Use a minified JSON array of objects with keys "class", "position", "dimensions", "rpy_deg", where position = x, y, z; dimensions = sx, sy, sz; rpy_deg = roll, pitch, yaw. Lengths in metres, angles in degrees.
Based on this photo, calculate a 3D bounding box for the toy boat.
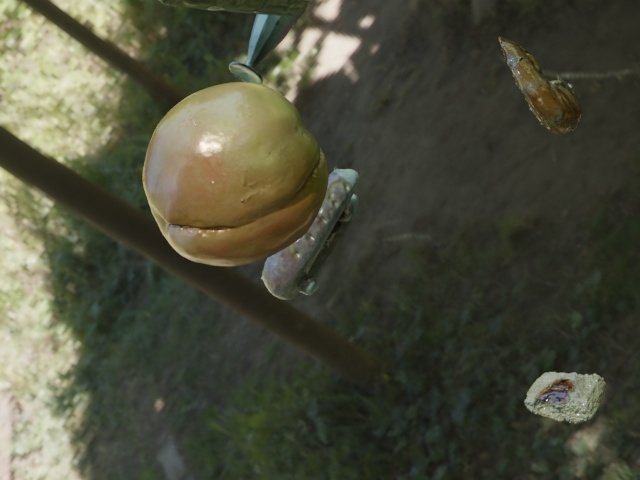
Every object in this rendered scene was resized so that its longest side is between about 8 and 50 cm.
[{"class":"toy boat","position":[0.000,0.000,1.763],"dimensions":[0.227,0.085,0.155],"rpy_deg":[-52,-13,-20]}]

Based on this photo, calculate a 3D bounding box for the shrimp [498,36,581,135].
[{"class":"shrimp","position":[0.248,-0.177,1.298],"dimensions":[0.053,0.133,0.236],"rpy_deg":[-47,-7,18]}]

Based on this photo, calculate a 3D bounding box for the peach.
[{"class":"peach","position":[-0.087,-0.061,1.113],"dimensions":[0.184,0.184,0.184],"rpy_deg":[-44,23,24]}]

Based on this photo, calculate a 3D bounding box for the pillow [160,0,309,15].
[{"class":"pillow","position":[-0.166,-0.452,1.645],"dimensions":[0.120,0.255,0.322],"rpy_deg":[-56,47,42]}]

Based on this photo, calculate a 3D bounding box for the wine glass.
[{"class":"wine glass","position":[-0.093,-0.344,1.928],"dimensions":[0.073,0.073,0.155],"rpy_deg":[-5,57,63]}]

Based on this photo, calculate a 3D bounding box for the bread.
[{"class":"bread","position":[0.288,0.181,1.327],"dimensions":[0.083,0.035,0.070],"rpy_deg":[0,28,36]}]
